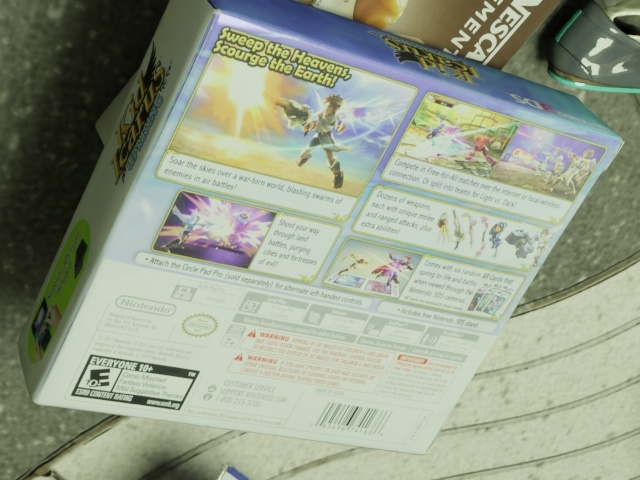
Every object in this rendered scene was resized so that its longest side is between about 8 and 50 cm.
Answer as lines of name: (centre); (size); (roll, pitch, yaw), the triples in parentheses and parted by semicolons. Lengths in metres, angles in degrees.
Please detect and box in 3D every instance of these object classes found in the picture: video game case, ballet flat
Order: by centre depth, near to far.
video game case: (0.000, 0.000, 0.734); (0.269, 0.061, 0.244); (13, 119, -32)
ballet flat: (0.248, -0.127, 0.885); (0.203, 0.074, 0.074); (6, 119, -25)

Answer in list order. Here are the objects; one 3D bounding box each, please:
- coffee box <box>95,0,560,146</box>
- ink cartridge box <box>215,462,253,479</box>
coffee box: (0.004, -0.107, 0.765); (0.141, 0.098, 0.246); (32, 106, -38)
ink cartridge box: (-0.106, 0.344, 0.953); (0.330, 0.071, 0.324); (-62, 149, -16)
